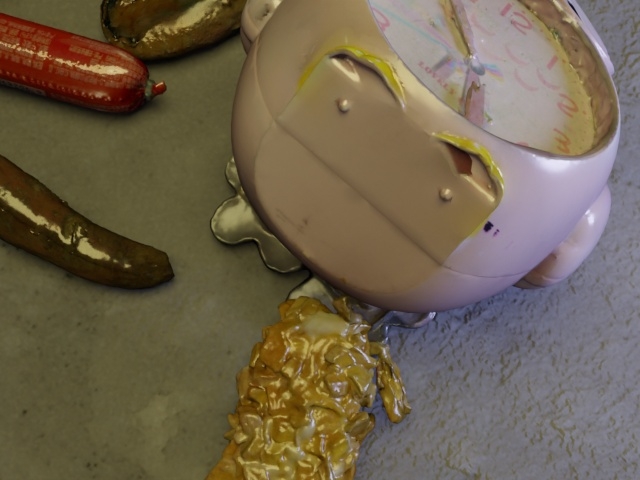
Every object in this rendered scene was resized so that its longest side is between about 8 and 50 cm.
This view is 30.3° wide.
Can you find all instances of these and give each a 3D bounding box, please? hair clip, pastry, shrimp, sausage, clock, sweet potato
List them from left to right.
[{"bbox_3d":[-0.290,-0.186,1.206,0.274,0.074,0.074,17,73,4],"label":"sausage"},{"bbox_3d":[-0.270,-0.018,1.158,0.273,0.075,0.075,29,74,6],"label":"sweet potato"},{"bbox_3d":[-0.107,-0.270,1.241,0.262,0.066,0.117,-24,75,-10],"label":"shrimp"},{"bbox_3d":[-0.011,0.169,1.068,0.154,0.102,0.250,23,85,10],"label":"pastry"},{"bbox_3d":[0.000,0.002,1.157,0.146,0.075,0.257,-41,84,-10],"label":"hair clip"},{"bbox_3d":[0.103,-0.120,1.077,0.368,0.250,0.376,41,42,1],"label":"clock"}]
